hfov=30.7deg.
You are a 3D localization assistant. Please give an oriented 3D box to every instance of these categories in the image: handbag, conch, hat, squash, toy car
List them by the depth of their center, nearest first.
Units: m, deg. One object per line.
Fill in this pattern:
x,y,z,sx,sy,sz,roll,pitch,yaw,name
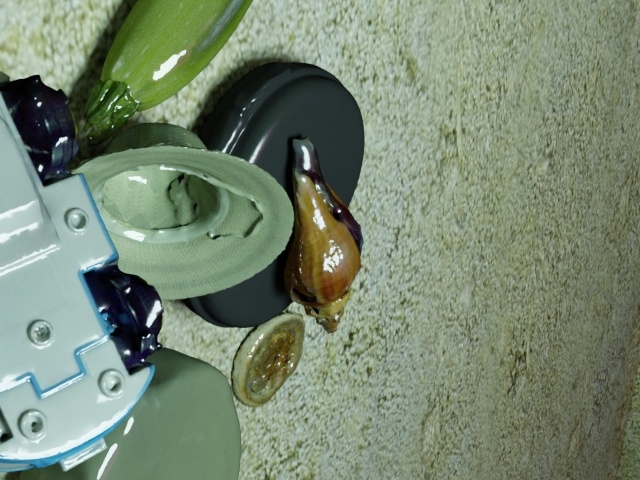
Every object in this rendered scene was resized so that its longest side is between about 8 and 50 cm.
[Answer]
-0.256,0.026,0.878,0.198,0.166,0.314,-28,96,-36,toy car
-0.118,-0.221,1.090,0.341,0.094,0.094,-61,150,-14,squash
-0.155,-0.050,1.110,0.252,0.252,0.110,61,17,-54,hat
0.006,0.002,1.262,0.086,0.080,0.233,-30,133,-57,conch
-0.064,-0.053,1.286,0.308,0.093,0.254,-63,149,-6,handbag

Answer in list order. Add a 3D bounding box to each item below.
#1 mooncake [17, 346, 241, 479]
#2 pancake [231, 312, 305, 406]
-0.201,0.246,1.239,0.275,0.135,0.275,-33,133,-45,mooncake
-0.064,0.153,1.500,0.139,0.022,0.139,-37,140,-40,pancake
